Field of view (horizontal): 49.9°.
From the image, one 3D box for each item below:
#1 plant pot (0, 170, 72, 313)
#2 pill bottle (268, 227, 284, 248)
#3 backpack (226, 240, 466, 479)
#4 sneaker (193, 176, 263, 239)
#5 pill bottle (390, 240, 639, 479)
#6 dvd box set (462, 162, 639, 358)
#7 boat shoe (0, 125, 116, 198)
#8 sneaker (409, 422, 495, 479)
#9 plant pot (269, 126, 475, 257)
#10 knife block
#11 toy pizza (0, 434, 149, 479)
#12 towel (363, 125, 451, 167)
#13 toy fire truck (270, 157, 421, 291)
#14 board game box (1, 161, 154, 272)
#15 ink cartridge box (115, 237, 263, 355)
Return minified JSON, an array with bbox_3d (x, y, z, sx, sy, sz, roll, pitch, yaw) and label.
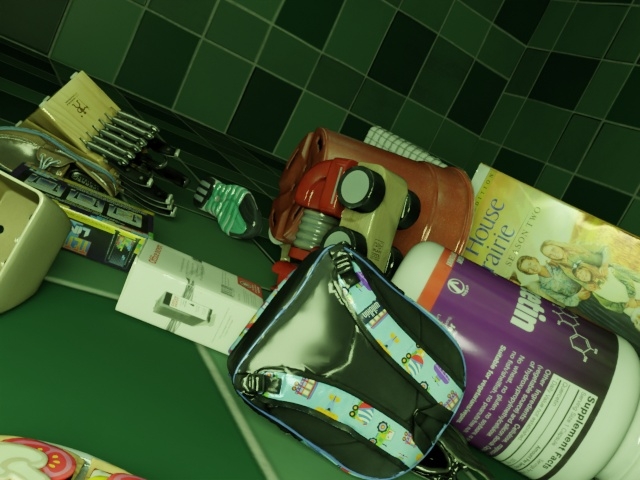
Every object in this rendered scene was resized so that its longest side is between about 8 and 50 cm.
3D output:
[{"bbox_3d":[-0.269,-0.005,0.557,0.109,0.109,0.096,28,-3,9],"label":"plant pot"},{"bbox_3d":[-0.040,-0.009,1.278,0.067,0.067,0.120,32,11,34],"label":"pill bottle"},{"bbox_3d":[0.027,0.106,0.584,0.173,0.158,0.117,38,-11,-9],"label":"backpack"},{"bbox_3d":[-0.139,-0.053,1.225,0.098,0.083,0.224,25,7,-39],"label":"sneaker"},{"bbox_3d":[0.209,0.145,0.750,0.323,0.181,0.181,27,9,8],"label":"pill bottle"},{"bbox_3d":[0.406,0.086,1.221,0.420,0.307,0.062,30,12,21],"label":"dvd box set"},{"bbox_3d":[-0.357,-0.098,0.919,0.183,0.066,0.066,20,12,-32],"label":"boat shoe"},{"bbox_3d":[0.084,0.177,0.640,0.170,0.051,0.089,33,6,18],"label":"sneaker"},{"bbox_3d":[0.072,-0.050,1.173,0.265,0.272,0.272,22,10,-20],"label":"plant pot"},{"bbox_3d":[-0.329,-0.131,1.064,0.242,0.088,0.276,49,-28,-23],"label":"knife block"},{"bbox_3d":[-0.126,0.144,0.314,0.201,0.032,0.201,25,10,-5],"label":"toy pizza"},{"bbox_3d":[0.148,-0.080,1.508,0.235,0.283,0.121,32,10,28],"label":"towel"},{"bbox_3d":[0.000,0.000,0.960,0.246,0.217,0.158,14,-3,40],"label":"toy fire truck"},{"bbox_3d":[-0.281,-0.028,0.797,0.170,0.048,0.141,23,8,-17],"label":"board game box"},{"bbox_3d":[-0.130,0.057,0.702,0.135,0.056,0.099,24,9,-12],"label":"ink cartridge box"}]
